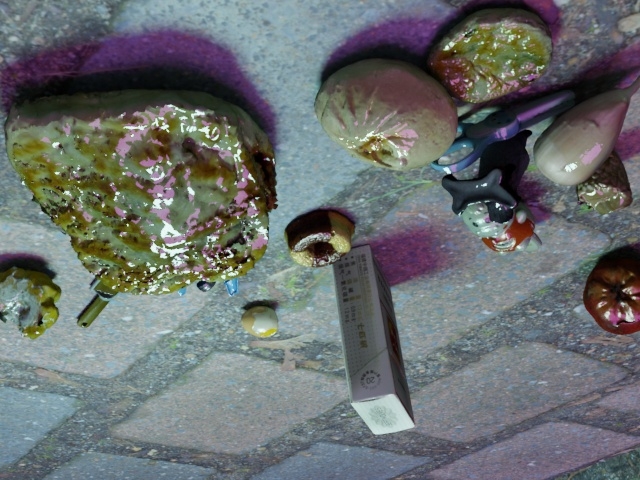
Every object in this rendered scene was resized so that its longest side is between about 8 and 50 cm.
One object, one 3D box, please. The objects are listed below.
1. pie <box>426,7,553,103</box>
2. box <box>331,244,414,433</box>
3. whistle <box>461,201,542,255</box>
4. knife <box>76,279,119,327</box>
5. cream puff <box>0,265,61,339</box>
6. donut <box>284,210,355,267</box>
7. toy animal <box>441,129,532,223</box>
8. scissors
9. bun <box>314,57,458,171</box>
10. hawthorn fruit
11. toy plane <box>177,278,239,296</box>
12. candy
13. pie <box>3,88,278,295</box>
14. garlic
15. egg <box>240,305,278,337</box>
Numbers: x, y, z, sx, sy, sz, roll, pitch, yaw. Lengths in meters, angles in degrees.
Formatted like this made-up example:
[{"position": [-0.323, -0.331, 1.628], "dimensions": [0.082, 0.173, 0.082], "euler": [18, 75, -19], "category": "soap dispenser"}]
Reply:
[{"position": [0.250, -0.273, 1.252], "dimensions": [0.187, 0.041, 0.186], "euler": [-4, 149, -3], "category": "pie"}, {"position": [0.105, 0.204, 1.725], "dimensions": [0.095, 0.330, 0.210], "euler": [-13, 148, 11], "category": "box"}, {"position": [0.345, -0.032, 1.609], "dimensions": [0.102, 0.105, 0.253], "euler": [22, 175, 46], "category": "whistle"}, {"position": [-0.449, 0.106, 1.763], "dimensions": [0.061, 0.027, 0.343], "euler": [19, 141, -28], "category": "knife"}, {"position": [-0.584, 0.115, 1.682], "dimensions": [0.121, 0.156, 0.156], "euler": [-50, 146, -10], "category": "cream puff"}, {"position": [0.000, 0.000, 1.640], "dimensions": [0.141, 0.059, 0.140], "euler": [-3, 145, -2], "category": "donut"}, {"position": [0.306, -0.105, 1.377], "dimensions": [0.121, 0.210, 0.117], "euler": [-16, 109, 45], "category": "toy animal"}, {"position": [0.288, -0.184, 1.363], "dimensions": [0.256, 0.125, 0.030], "euler": [-22, 125, 3], "category": "scissors"}, {"position": [0.097, -0.173, 1.281], "dimensions": [0.223, 0.127, 0.222], "euler": [5, 146, 3], "category": "bun"}, {"position": [0.659, 0.118, 1.853], "dimensions": [0.174, 0.179, 0.173], "euler": [7, 114, 15], "category": "hawthorn fruit"}, {"position": [-0.219, 0.023, 1.602], "dimensions": [0.271, 0.105, 0.254], "euler": [-25, 129, 35], "category": "toy plane"}, {"position": [0.504, -0.105, 1.506], "dimensions": [0.095, 0.110, 0.085], "euler": [33, 142, -31], "category": "candy"}, {"position": [-0.269, -0.089, 1.339], "dimensions": [0.396, 0.180, 0.418], "euler": [-14, 139, 13], "category": "pie"}, {"position": [0.436, -0.181, 1.349], "dimensions": [0.129, 0.148, 0.266], "euler": [22, 142, -20], "category": "garlic"}, {"position": [-0.137, 0.181, 1.896], "dimensions": [0.083, 0.071, 0.071], "euler": [2, 148, -10], "category": "egg"}]
